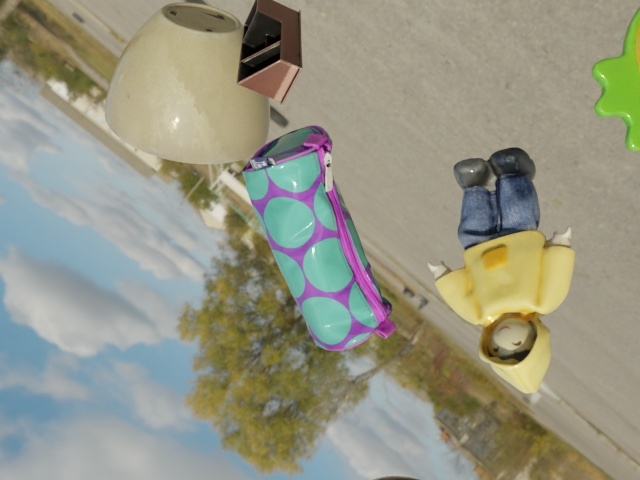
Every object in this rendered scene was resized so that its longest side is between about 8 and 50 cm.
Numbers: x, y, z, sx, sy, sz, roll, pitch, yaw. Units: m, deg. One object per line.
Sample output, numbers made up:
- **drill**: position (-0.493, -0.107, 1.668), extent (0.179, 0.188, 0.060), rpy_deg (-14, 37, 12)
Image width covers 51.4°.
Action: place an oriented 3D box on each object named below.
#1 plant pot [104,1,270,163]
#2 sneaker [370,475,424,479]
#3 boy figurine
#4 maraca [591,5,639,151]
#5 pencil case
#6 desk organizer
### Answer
- **plant pot**: position (-0.212, -0.284, 1.120), extent (0.284, 0.191, 0.284), rpy_deg (10, -145, -7)
- **sneaker**: position (0.106, 0.217, 0.242), extent (0.290, 0.123, 0.106), rpy_deg (34, -154, 28)
- **boy figurine**: position (0.213, 0.038, 0.798), extent (0.177, 0.285, 0.092), rpy_deg (-10, 153, 27)
- **maraca**: position (0.320, -0.157, 0.589), extent (0.127, 0.186, 0.099), rpy_deg (47, 172, 1)
- **pencil case**: position (0.000, 0.000, 0.470), extent (0.070, 0.064, 0.151), rpy_deg (-6, 114, 42)
- **desk organizer**: position (-0.052, -0.199, 0.684), extent (0.050, 0.047, 0.130), rpy_deg (19, -141, -19)
